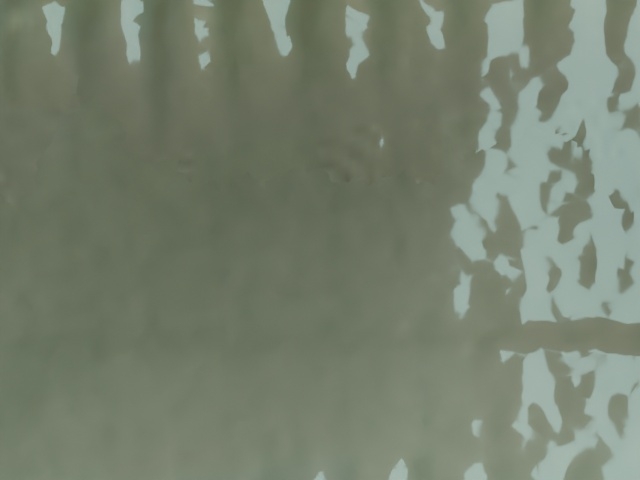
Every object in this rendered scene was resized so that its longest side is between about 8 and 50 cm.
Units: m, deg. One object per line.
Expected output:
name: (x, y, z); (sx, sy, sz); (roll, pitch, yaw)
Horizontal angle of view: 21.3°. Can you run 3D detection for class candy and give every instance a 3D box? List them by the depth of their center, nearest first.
candy: (0.000, 0.003, 0.616); (0.359, 0.145, 0.208); (-5, 87, 1)
